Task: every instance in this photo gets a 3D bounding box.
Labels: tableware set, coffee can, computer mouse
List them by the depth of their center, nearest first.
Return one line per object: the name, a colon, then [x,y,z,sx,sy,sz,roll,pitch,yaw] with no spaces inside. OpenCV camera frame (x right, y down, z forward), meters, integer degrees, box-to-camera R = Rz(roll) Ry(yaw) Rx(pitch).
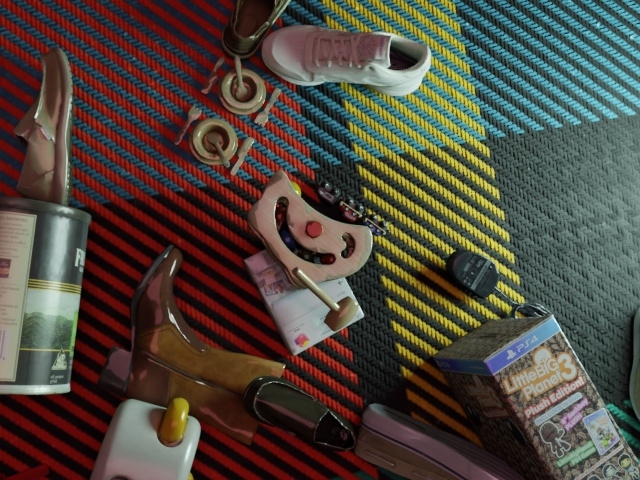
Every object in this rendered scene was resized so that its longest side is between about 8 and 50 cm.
coffee can: [-0.468,0.085,1.097,0.201,0.201,0.275,6,82,-10]
tableware set: [-0.163,-0.223,1.281,0.128,0.039,0.194,28,78,-7]
computer mouse: [0.330,0.094,1.344,0.242,0.041,0.071,36,86,-12]

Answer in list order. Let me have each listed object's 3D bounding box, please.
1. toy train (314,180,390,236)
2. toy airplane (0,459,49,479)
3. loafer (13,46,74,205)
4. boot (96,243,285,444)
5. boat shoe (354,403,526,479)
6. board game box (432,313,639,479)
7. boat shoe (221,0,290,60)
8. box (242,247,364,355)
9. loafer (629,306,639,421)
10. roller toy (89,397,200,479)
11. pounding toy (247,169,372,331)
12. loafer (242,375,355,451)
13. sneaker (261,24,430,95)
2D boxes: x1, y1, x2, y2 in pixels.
toy train: [0.056,-0.053,1.309,0.158,0.027,0.036,34,81,-5]
toy airplane: [-0.482,0.398,1.104,0.151,0.028,0.151,2,41,-2]
loafer: [-0.454,-0.188,1.187,0.092,0.102,0.269,1,83,-17]
boot: [-0.188,0.170,1.197,0.280,0.096,0.264,22,76,-10]
boat shoe: [0.199,0.376,1.215,0.302,0.109,0.094,23,96,23]
board game box: [0.353,0.287,1.218,0.141,0.232,0.291,-30,88,-13]
boat shoe: [-0.097,-0.447,1.295,0.095,0.095,0.257,21,79,-8]
box: [-0.030,0.085,1.268,0.145,0.038,0.186,-28,88,-13]
loafer: [0.640,0.242,1.355,0.094,0.087,0.251,-1,83,-11]
roller toy: [-0.265,0.349,1.107,0.146,0.191,0.209,19,63,-8]
pounding toy: [0.000,0.000,1.185,0.154,0.155,0.269,-38,90,-9]
loafer: [-0.025,0.288,1.197,0.220,0.078,0.080,28,76,-23]
sneaker: [0.050,-0.338,1.282,0.305,0.152,0.114,4,84,-9]
